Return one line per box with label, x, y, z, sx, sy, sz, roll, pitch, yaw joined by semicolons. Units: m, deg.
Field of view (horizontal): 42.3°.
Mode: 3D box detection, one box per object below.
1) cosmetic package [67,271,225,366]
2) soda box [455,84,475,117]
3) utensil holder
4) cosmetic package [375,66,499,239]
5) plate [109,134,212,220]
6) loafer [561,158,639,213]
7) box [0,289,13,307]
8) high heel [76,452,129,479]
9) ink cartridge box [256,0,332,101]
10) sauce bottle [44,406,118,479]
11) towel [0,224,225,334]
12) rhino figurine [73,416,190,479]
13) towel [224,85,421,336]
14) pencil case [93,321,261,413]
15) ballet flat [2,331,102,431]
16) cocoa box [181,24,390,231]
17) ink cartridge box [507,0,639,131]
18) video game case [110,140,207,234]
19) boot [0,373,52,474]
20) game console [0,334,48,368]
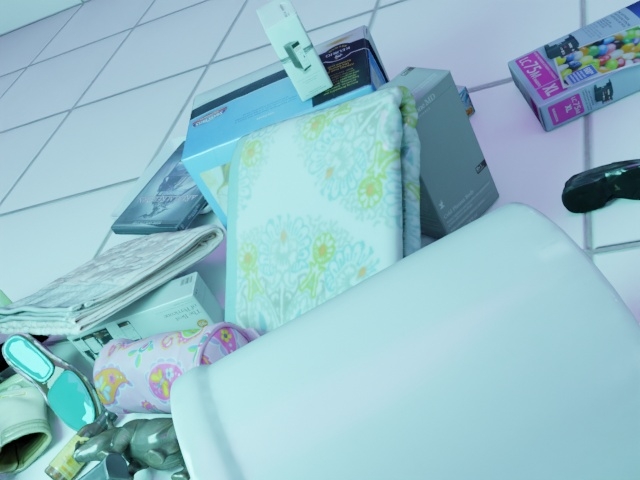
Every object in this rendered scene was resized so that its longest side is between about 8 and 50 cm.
cosmetic package;-0.285;0.139;1.357;0.239;0.099;0.060;-20;37;16
soda box;0.197;-0.256;1.538;0.063;0.058;0.183;-44;37;-19
utensil holder;0.099;0.182;0.814;0.385;0.327;0.327;-30;34;-3
cosmetic package;0.162;-0.128;1.236;0.127;0.238;0.107;-44;37;-19
plate;-0.273;-0.135;1.747;0.277;0.045;0.278;-4;42;34
loafer;0.422;-0.090;1.155;0.170;0.062;0.061;-12;33;24
box;-0.712;0.235;1.478;0.232;0.058;0.322;-29;18;42
high heel;-0.306;0.426;1.049;0.186;0.093;0.261;-40;41;28
ink cartridge box;-0.041;-0.302;1.291;0.056;0.135;0.099;-27;36;5
sauce bottle;-0.357;0.307;1.243;0.042;0.042;0.128;10;52;44
towel;-0.371;0.066;1.431;0.332;0.053;0.317;-7;21;48
rhino figurine;-0.255;0.289;1.158;0.243;0.073;0.106;-7;21;32
towel;0.000;0.000;1.150;0.320;0.090;0.374;-8;77;41
pencil case;-0.205;0.185;1.180;0.284;0.124;0.124;-15;35;42
ballet flat;-0.422;0.228;1.339;0.221;0.079;0.077;37;86;17
cocoa box;-0.032;-0.173;1.445;0.347;0.231;0.228;-20;36;14
ink cartridge box;0.489;-0.309;1.387;0.311;0.065;0.186;-22;35;9
video game case;-0.277;-0.113;1.661;0.196;0.026;0.274;1;44;38
boot;-0.530;0.316;1.336;0.213;0.077;0.165;-31;36;-1
game console;-0.657;0.276;1.456;0.361;0.044;0.213;-34;4;16
